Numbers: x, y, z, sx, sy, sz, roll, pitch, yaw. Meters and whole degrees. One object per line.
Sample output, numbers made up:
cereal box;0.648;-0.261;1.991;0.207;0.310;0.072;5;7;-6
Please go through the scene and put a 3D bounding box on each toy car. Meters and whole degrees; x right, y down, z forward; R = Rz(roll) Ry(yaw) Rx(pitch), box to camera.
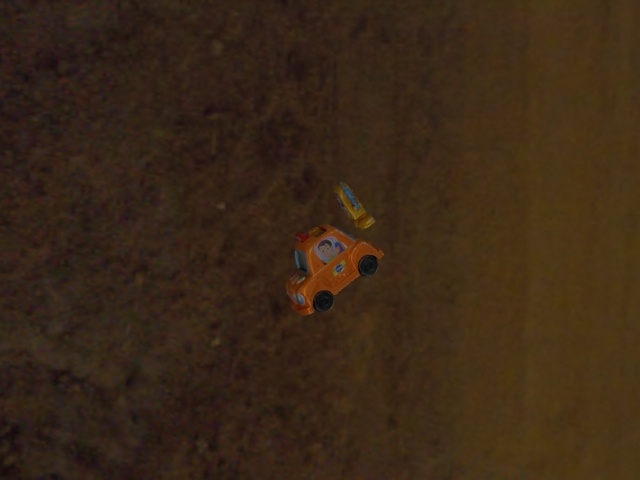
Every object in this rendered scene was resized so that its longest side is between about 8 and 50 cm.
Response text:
toy car;0.000;0.000;0.664;0.040;0.060;0.122;55;7;-15
